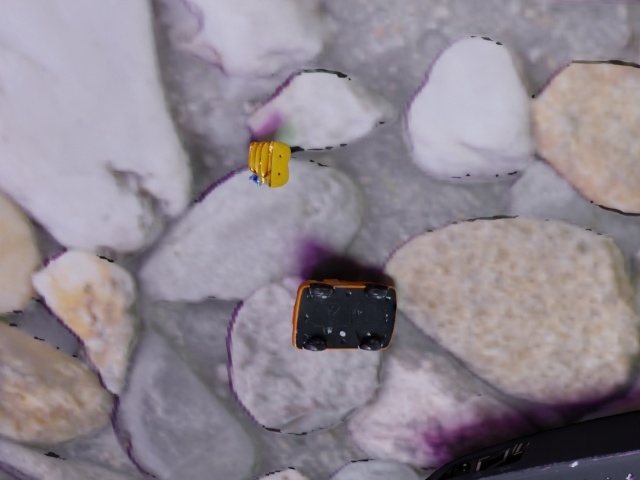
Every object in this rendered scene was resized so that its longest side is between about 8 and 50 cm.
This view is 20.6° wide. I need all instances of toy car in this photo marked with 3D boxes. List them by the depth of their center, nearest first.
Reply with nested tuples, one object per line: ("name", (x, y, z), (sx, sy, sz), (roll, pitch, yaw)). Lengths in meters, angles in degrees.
("toy car", (0.000, 0.000, 0.879), (0.040, 0.060, 0.122), (23, 127, 61))

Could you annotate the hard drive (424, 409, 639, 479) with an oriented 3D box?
("hard drive", (0.191, 0.158, 0.910), (0.254, 0.054, 0.172), (-13, 120, 26))
